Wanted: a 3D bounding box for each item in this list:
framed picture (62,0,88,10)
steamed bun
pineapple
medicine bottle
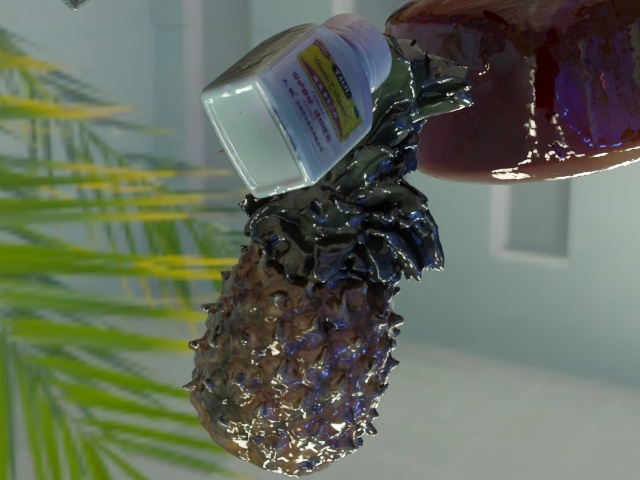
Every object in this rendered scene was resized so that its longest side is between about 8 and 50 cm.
[{"bbox_3d":[-0.217,-0.299,1.217,0.017,0.217,0.274,-39,-168,25],"label":"framed picture"},{"bbox_3d":[0.232,-0.182,1.645,0.379,0.235,0.248,-5,-167,36],"label":"steamed bun"},{"bbox_3d":[0.000,0.000,1.043,0.170,0.310,0.141,21,-160,7],"label":"pineapple"},{"bbox_3d":[-0.008,-0.085,0.888,0.055,0.074,0.118,-14,-159,40],"label":"medicine bottle"}]
